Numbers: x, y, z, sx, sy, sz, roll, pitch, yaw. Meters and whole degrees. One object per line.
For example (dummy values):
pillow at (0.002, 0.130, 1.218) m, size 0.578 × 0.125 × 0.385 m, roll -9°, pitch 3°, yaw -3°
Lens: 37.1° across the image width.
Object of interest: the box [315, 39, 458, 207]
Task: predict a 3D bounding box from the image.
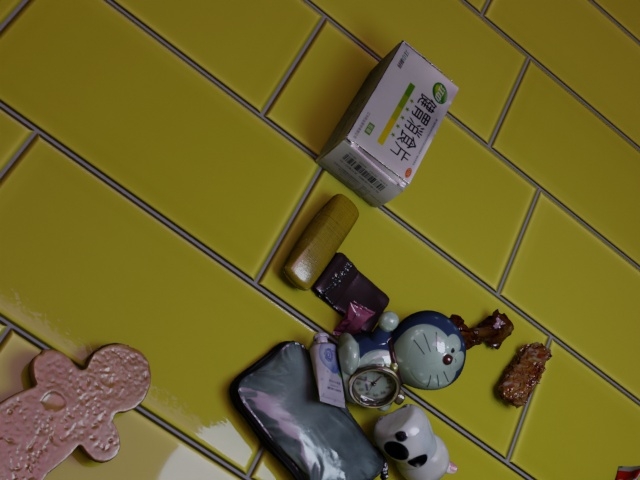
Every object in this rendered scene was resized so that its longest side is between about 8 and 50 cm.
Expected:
box at (0.147, -0.249, 2.065) m, size 0.173 × 0.145 × 0.332 m, roll 37°, pitch 57°, yaw -11°

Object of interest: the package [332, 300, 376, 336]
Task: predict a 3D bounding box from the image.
package at (0.067, 0.165, 1.916) m, size 0.059 × 0.029 × 0.083 m, roll 26°, pitch 104°, yaw -20°

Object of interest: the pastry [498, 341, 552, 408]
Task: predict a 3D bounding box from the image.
pastry at (0.443, 0.295, 2.066) m, size 0.169 × 0.087 × 0.063 m, roll -46°, pitch 131°, yaw -33°

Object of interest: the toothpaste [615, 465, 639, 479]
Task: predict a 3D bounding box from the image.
toothpaste at (0.613, 0.598, 2.055) m, size 0.048 × 0.075 × 0.301 m, roll 35°, pitch 58°, yaw 13°

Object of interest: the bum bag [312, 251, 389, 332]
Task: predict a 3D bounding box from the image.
bum bag at (0.066, 0.109, 1.954) m, size 0.159 × 0.026 × 0.109 m, roll 40°, pitch 59°, yaw -12°

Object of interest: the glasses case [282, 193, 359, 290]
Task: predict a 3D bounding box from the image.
glasses case at (0.000, 0.000, 1.935) m, size 0.079 × 0.064 × 0.234 m, roll 43°, pitch 57°, yaw -13°

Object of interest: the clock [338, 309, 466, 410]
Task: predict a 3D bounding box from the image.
clock at (0.158, 0.219, 1.832) m, size 0.243 × 0.146 × 0.199 m, roll -11°, pitch 113°, yaw 3°

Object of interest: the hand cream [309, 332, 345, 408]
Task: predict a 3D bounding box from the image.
hand cream at (0.013, 0.243, 1.801) m, size 0.084 × 0.053 × 0.142 m, roll 27°, pitch 42°, yaw -50°

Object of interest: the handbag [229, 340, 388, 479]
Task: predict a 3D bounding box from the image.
handbag at (-0.016, 0.356, 1.792) m, size 0.192 × 0.075 × 0.332 m, roll -36°, pitch 88°, yaw -38°

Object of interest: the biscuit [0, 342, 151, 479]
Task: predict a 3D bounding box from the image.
biscuit at (-0.429, 0.291, 1.594) m, size 0.340 × 0.047 × 0.216 m, roll -40°, pitch 96°, yaw -36°

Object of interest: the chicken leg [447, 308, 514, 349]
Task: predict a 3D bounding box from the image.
chicken leg at (0.295, 0.205, 2.021) m, size 0.304 × 0.093 × 0.113 m, roll -1°, pitch 90°, yaw -38°

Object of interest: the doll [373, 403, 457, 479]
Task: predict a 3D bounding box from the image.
doll at (0.181, 0.400, 1.848) m, size 0.180 × 0.110 × 0.107 m, roll 54°, pitch 10°, yaw -34°
